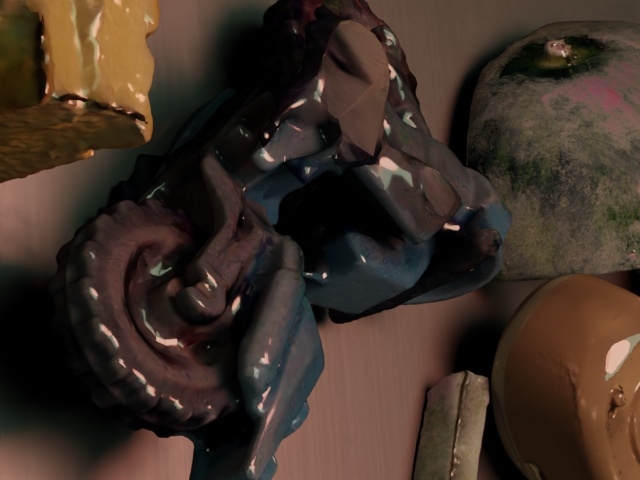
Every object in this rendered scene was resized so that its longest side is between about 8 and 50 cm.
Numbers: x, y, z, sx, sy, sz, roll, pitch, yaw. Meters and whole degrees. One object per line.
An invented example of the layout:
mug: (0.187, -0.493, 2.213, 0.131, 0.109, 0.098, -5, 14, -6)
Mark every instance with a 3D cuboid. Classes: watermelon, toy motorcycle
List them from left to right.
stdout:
toy motorcycle: (0.000, 0.000, 0.972, 0.232, 0.172, 0.416, 51, 35, -14)
watermelon: (0.245, -0.095, 1.272, 0.175, 0.188, 0.322, 61, 36, -25)

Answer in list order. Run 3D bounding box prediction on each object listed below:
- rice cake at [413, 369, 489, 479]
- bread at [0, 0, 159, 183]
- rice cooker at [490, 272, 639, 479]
rice cake: (0.084, 0.187, 1.100, 0.034, 0.043, 0.211, 32, 53, -31)
bread: (-0.188, -0.138, 0.755, 0.111, 0.246, 0.239, 11, 68, -55)
rice cooker: (0.207, 0.121, 1.173, 0.145, 0.127, 0.206, -42, 121, -23)
